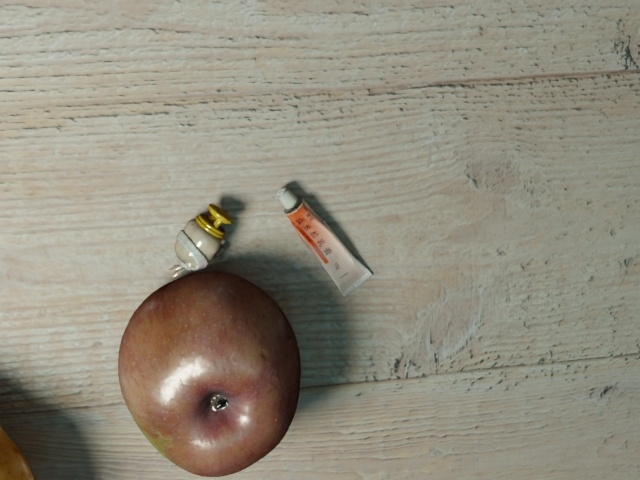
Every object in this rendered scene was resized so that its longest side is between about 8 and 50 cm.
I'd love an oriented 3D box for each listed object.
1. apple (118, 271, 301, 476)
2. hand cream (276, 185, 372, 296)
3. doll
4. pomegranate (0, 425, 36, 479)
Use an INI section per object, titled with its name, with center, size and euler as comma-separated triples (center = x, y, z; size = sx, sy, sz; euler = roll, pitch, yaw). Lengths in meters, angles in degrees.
[apple]
center = -0.168, 0.204, 1.458
size = 0.305, 0.235, 0.306
euler = -2, 109, -6
[hand cream]
center = -0.001, 0.000, 1.523
size = 0.052, 0.038, 0.216
euler = -25, 117, 30
[doll]
center = -0.185, 0.009, 1.481
size = 0.127, 0.073, 0.084
euler = -52, 139, 8
[pomegranate]
center = -0.605, 0.424, 1.408
size = 0.411, 0.411, 0.412
euler = -2, 109, -7
